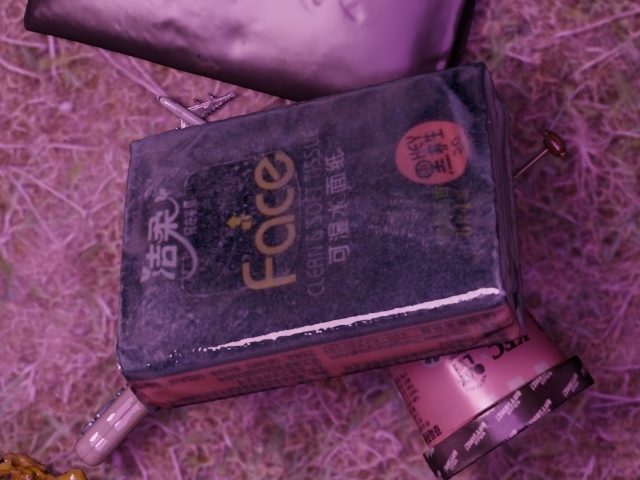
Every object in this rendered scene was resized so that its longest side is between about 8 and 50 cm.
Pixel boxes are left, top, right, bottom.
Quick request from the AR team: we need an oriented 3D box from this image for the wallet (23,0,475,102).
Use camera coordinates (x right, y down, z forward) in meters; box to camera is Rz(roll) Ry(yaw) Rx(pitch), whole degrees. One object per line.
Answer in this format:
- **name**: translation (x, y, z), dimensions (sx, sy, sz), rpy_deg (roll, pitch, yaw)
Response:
- **wallet**: translation (-0.058, -0.224, 1.659), dimensions (0.378, 0.051, 0.197), rpy_deg (15, 98, 4)

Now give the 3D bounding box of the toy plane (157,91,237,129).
- **toy plane**: translation (-0.102, -0.099, 1.684), dimensions (0.084, 0.024, 0.078), rpy_deg (34, 97, 8)

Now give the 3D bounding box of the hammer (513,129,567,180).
- **hammer**: translation (0.155, -0.046, 1.672), dimensions (0.123, 0.014, 0.029), rpy_deg (-40, 81, 9)

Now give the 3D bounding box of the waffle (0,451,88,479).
- **waffle**: translation (-0.317, 0.296, 1.650), dimensions (0.312, 0.060, 0.307), rpy_deg (39, 81, -23)

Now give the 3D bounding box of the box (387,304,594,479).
- **box**: translation (0.126, 0.102, 1.622), dimensions (0.151, 0.151, 0.135), rpy_deg (-33, 81, 6)

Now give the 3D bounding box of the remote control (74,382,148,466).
- **remote control**: translation (-0.159, 0.138, 1.679), dimensions (0.032, 0.074, 0.122), rpy_deg (42, 95, -1)

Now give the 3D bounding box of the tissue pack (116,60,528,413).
- **tissue pack**: translation (0.000, 0.000, 1.574), dimensions (0.316, 0.103, 0.228), rpy_deg (-13, 54, 16)
